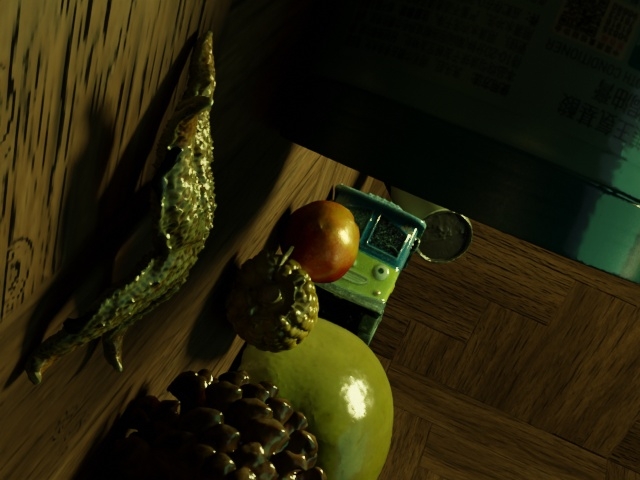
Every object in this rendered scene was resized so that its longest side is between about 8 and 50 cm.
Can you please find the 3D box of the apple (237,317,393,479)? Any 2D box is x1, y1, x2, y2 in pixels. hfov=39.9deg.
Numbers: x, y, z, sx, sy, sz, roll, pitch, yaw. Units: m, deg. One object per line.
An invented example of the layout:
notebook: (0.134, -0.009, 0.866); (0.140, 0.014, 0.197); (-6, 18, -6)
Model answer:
apple: (-0.020, 0.262, 1.207); (0.258, 0.234, 0.295); (-57, 170, -79)

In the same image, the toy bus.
toy bus: (0.055, 0.049, 1.427); (0.190, 0.152, 0.312); (-63, 174, -13)

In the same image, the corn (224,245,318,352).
corn: (-0.047, 0.073, 0.928); (0.091, 0.091, 0.260); (-30, 170, -4)

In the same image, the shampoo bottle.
shampoo bottle: (0.179, -0.184, 0.735); (0.331, 0.331, 0.342); (-29, 141, -80)

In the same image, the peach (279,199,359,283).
peach: (-0.001, -0.001, 1.016); (0.101, 0.101, 0.100); (24, 90, -84)

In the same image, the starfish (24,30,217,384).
starfish: (-0.087, -0.011, 0.491); (0.208, 0.053, 0.176); (-61, -174, 18)

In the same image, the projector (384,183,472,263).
projector: (0.181, -0.086, 1.600); (0.337, 0.108, 0.108); (-105, -147, -59)

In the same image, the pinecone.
pinecone: (-0.084, 0.193, 0.685); (0.150, 0.179, 0.195); (128, -34, -55)
